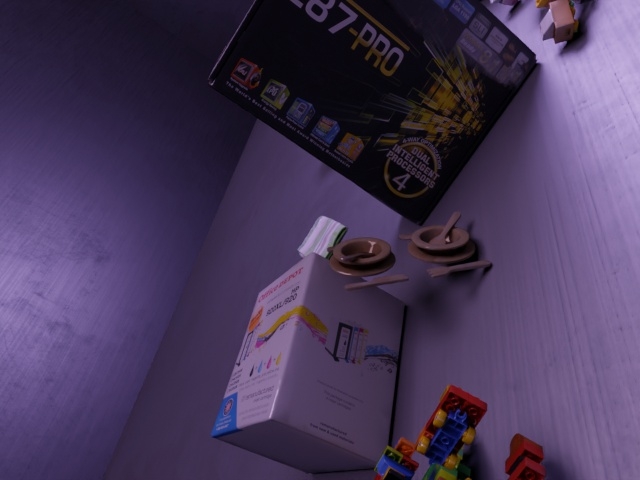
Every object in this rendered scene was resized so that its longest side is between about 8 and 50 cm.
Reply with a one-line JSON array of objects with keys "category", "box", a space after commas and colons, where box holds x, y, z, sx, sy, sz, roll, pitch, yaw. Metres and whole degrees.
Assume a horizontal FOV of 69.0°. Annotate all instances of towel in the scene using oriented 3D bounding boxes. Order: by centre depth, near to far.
[{"category": "towel", "box": [0.000, 0.000, 1.056, 0.113, 0.023, 0.152, -60, 21, 0]}]

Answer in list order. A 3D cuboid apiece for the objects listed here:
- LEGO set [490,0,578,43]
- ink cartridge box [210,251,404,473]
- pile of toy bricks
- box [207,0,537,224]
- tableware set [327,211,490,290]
[{"category": "LEGO set", "box": [0.370, -0.413, 0.733, 0.286, 0.107, 0.132, -97, 7, -51]}, {"category": "ink cartridge box", "box": [-0.011, 0.173, 0.646, 0.171, 0.168, 0.232, -37, 29, 46]}, {"category": "pile of toy bricks", "box": [0.116, 0.216, 0.435, 0.212, 0.118, 0.105, -67, -12, 24]}, {"category": "box", "box": [0.081, -0.256, 0.704, 0.318, 0.395, 0.097, -56, 19, 6]}, {"category": "tableware set", "box": [0.107, 0.006, 0.609, 0.128, 0.195, 0.039, -115, 18, -65]}]
